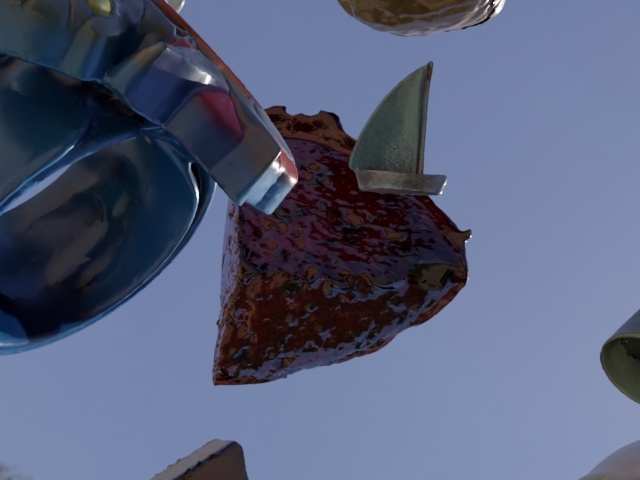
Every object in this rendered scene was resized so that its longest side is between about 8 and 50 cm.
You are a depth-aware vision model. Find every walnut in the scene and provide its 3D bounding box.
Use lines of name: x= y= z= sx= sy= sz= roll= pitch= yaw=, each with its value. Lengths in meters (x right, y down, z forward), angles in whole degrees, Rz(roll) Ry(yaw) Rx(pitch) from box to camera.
walnut: x=0.126 y=-0.343 z=1.261 sx=0.245 sy=0.198 sz=0.198 roll=6 pitch=-79 yaw=31

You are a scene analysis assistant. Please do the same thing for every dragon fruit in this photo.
dragon fruit: x=-0.001 y=0.008 z=1.272 sx=0.329 sy=0.286 sz=0.228 roll=-107 pitch=-161 yaw=-46

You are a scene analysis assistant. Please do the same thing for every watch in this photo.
watch: x=-0.195 y=-0.053 z=0.711 sx=0.274 sy=0.305 sz=0.241 roll=-45 pitch=-113 yaw=11

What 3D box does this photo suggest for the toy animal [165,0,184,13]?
toy animal: x=-0.253 y=-0.181 z=1.067 sx=0.325 sy=0.154 sz=0.208 roll=-2 pitch=-114 yaw=54

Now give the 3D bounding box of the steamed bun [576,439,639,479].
steamed bun: x=0.390 y=0.306 z=0.980 sx=0.309 sy=0.309 sz=0.309 roll=10 pitch=-76 yaw=47

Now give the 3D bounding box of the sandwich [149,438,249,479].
sandwich: x=-0.160 y=0.354 z=1.276 sx=0.058 sy=0.193 sz=0.162 roll=-7 pitch=-78 yaw=46

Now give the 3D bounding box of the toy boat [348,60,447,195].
toy boat: x=0.074 y=-0.104 z=0.962 sx=0.034 sy=0.096 sz=0.122 roll=174 pitch=-81 yaw=-75

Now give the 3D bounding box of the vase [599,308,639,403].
vase: x=0.364 y=0.059 z=1.012 sx=0.096 sy=0.219 sz=0.096 roll=29 pitch=-37 yaw=24
